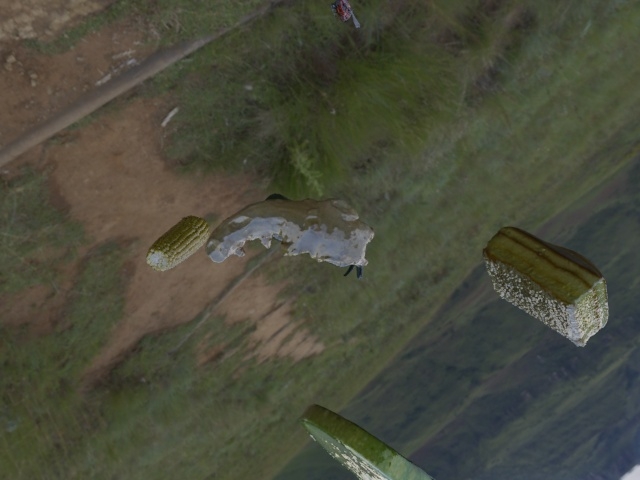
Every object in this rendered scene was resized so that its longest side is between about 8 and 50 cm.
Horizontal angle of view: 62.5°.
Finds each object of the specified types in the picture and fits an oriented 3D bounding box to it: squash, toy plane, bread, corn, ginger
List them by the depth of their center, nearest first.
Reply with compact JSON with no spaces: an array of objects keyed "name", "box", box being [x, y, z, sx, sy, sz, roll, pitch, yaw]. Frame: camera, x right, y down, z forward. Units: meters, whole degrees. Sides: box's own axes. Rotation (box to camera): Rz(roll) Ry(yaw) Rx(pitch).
[{"name":"ginger","box":[-0.031,-0.009,0.540,0.051,0.173,0.069,-55,147,-71]},{"name":"squash","box":[0.061,0.301,0.719,0.041,0.219,0.219,-54,165,-24]},{"name":"bread","box":[0.456,0.084,1.071,0.110,0.234,0.184,-43,133,-8]},{"name":"toy plane","box":[0.056,-0.585,1.303,0.037,0.060,0.145,-46,153,-5]},{"name":"corn","box":[-0.363,0.005,1.360,0.091,0.091,0.260,-21,-165,19]}]

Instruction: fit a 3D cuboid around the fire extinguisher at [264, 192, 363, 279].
[{"name":"fire extinguisher","box":[0.000,0.000,1.219,0.311,0.095,0.114,23,79,-38]}]
